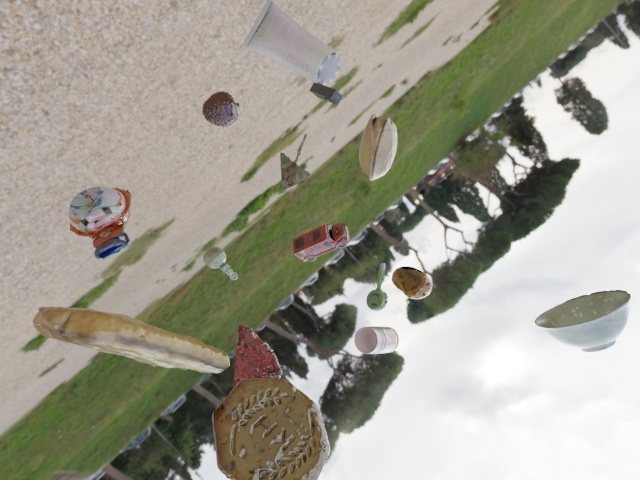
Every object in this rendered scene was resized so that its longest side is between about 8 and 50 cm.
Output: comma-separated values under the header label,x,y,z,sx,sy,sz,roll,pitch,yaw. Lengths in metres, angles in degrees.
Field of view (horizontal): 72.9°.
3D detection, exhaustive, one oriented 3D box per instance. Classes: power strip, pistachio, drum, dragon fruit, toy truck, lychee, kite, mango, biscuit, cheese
label,x,y,z,sx,sy,sz,roll,pitch,yaw
power strip,0.014,-0.380,1.120,0.029,0.038,0.111,-58,-139,7
pistachio,0.255,-0.409,1.934,0.181,0.162,0.292,-52,156,-58
drum,0.296,0.251,2.298,0.130,0.049,0.253,-20,-121,38
dragon fruit,-0.325,0.545,2.012,0.303,0.330,0.240,-8,-172,26
toy truck,0.000,0.000,1.944,0.253,0.114,0.107,-25,-125,26
lychee,-0.346,-0.457,1.506,0.129,0.123,0.123,-4,162,-30
kite,-0.102,-0.313,1.755,0.012,0.229,0.250,4,117,-46
mango,0.478,0.227,2.294,0.249,0.151,0.156,21,-116,48
biscuit,-0.133,0.547,1.226,0.359,0.359,0.046,-47,171,-52
biscuit,-0.540,0.267,1.192,0.429,0.446,0.103,-11,-123,46
cheese,-0.695,-0.066,1.389,0.217,0.329,0.129,-31,142,-9

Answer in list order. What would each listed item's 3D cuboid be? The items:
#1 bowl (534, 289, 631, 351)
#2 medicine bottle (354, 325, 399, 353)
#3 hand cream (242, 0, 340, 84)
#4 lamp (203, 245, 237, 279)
label,x,y,z,sx,sy,sz,roll,pitch,yaw
bowl,0.934,0.298,1.504,0.314,0.146,0.313,-25,175,-2
medicine bottle,0.274,0.479,2.089,0.133,0.133,0.250,-41,150,21
hand cream,-0.098,-0.670,1.496,0.185,0.359,0.118,-56,163,14
lamp,-0.398,0.100,1.749,0.091,0.163,0.091,-38,-166,11
